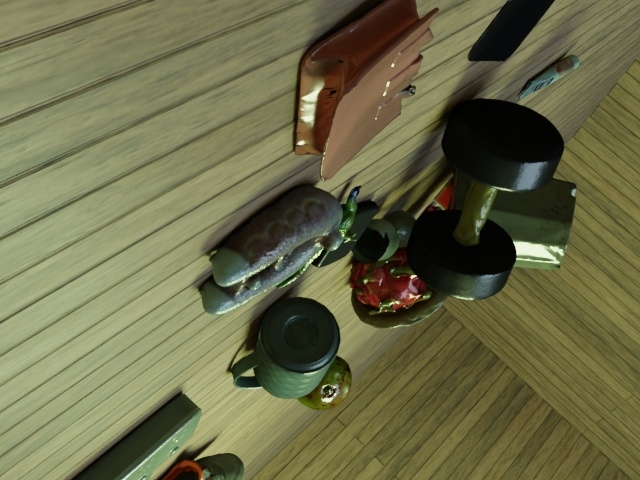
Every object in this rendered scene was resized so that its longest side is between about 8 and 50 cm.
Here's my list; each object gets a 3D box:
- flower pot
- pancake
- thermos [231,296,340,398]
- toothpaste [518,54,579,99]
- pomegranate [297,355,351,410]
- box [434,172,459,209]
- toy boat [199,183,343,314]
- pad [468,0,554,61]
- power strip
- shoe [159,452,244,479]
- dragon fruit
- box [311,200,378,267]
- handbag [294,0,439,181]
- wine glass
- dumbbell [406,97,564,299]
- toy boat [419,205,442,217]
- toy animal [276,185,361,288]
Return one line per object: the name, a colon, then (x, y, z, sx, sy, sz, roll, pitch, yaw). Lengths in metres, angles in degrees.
flower pot: (0.397, -0.045, 1.767, 0.290, 0.259, 0.290, 11, 90, -80)
pancake: (0.174, 0.108, 1.860, 0.242, 0.242, 0.050, -41, 125, -24)
thermos: (-0.071, 0.225, 1.553, 0.182, 0.145, 0.286, -8, 155, -16)
toothpaste: (0.515, -0.370, 1.867, 0.205, 0.036, 0.056, -33, 161, -35)
pomegranate: (-0.005, 0.357, 2.150, 0.159, 0.159, 0.205, -44, -165, -14)
box: (0.359, -0.126, 1.928, 0.175, 0.112, 0.048, -56, 165, 28)
toy boat: (-0.052, 0.018, 1.081, 0.227, 0.085, 0.155, -38, 164, -33)
pad: (0.323, -0.360, 1.333, 0.181, 0.004, 0.267, -52, 166, 25)
power strip: (-0.317, 0.383, 1.391, 0.265, 0.059, 0.193, -38, 165, -36)
shoe: (-0.286, 0.544, 1.881, 0.336, 0.132, 0.171, -26, 147, -51)
dragon fruit: (0.159, 0.079, 1.724, 0.172, 0.166, 0.160, -11, -125, 46)
box: (0.043, -0.014, 1.434, 0.125, 0.027, 0.126, -56, 164, 25)
handbag: (0.045, -0.165, 0.898, 0.157, 0.059, 0.212, -42, 168, -18)
wine glass: (0.122, -0.008, 1.585, 0.079, 0.079, 0.195, -52, 168, 24)
dumbbell: (0.287, -0.071, 1.492, 0.204, 0.204, 0.322, -34, 147, -45)
toy boat: (0.263, -0.024, 2.038, 0.069, 0.059, 0.173, -40, 166, -28)
toy animal: (0.011, 0.000, 1.321, 0.075, 0.041, 0.217, 4, 132, -50)
